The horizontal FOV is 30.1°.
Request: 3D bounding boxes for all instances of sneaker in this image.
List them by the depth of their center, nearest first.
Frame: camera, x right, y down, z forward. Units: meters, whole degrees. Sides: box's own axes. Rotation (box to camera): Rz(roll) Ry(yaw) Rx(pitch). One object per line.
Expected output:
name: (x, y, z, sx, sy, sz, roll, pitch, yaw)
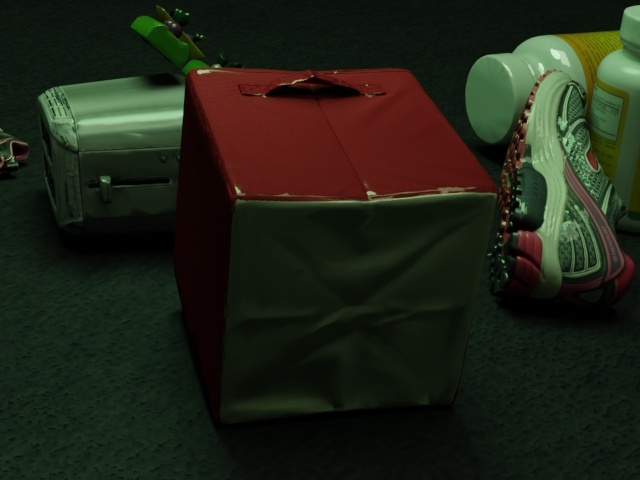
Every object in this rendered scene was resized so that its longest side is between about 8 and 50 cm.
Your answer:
sneaker: (0.226, -0.045, 1.107, 0.112, 0.121, 0.299, 14, 44, 1)
sneaker: (-0.333, -0.081, 1.193, 0.057, 0.047, 0.119, 21, 28, 8)

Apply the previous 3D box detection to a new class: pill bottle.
pill bottle: (0.328, -0.122, 1.188, 0.117, 0.209, 0.117, 3, 24, -2)
pill bottle: (0.297, -0.172, 1.382, 0.245, 0.136, 0.136, -8, 27, -26)

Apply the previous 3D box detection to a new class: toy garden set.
toy garden set: (-0.083, -0.153, 1.204, 0.244, 0.049, 0.204, 40, 1, -22)

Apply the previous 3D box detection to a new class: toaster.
toaster: (-0.184, -0.085, 1.118, 0.146, 0.129, 0.227, -6, 23, -16)

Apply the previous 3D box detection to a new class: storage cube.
storage cube: (0.000, 0.000, 0.869, 0.183, 0.215, 0.193, -2, 31, -15)
